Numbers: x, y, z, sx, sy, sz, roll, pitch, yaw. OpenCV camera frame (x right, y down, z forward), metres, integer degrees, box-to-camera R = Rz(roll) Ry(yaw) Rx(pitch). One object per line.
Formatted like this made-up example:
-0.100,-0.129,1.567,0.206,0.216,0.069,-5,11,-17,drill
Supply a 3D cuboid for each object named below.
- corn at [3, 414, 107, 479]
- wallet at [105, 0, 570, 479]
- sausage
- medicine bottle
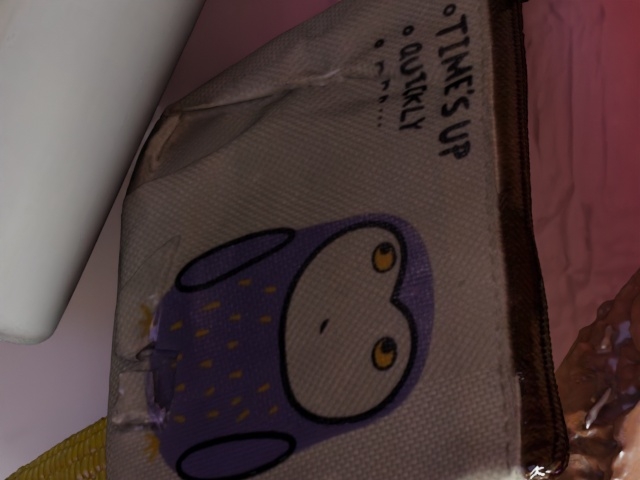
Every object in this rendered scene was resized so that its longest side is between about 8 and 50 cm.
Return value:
-0.108,0.129,1.053,0.165,0.063,0.085,-28,65,27,corn
0.003,0.001,0.954,0.275,0.068,0.335,-23,53,33,wallet
0.112,0.143,0.906,0.087,0.079,0.327,26,99,6,sausage
-0.168,-0.136,1.025,0.208,0.208,0.340,22,86,32,medicine bottle
